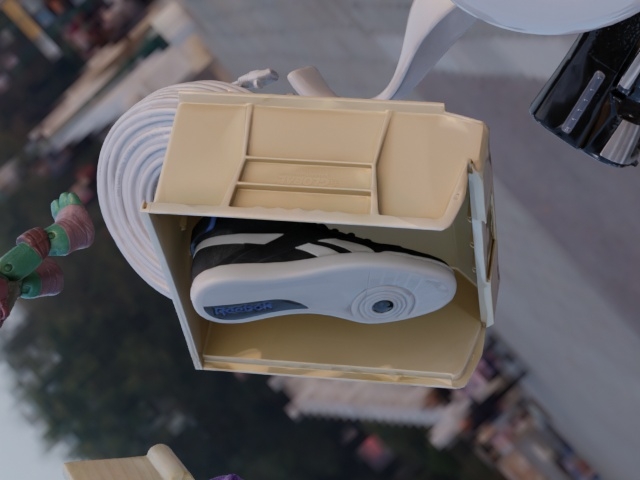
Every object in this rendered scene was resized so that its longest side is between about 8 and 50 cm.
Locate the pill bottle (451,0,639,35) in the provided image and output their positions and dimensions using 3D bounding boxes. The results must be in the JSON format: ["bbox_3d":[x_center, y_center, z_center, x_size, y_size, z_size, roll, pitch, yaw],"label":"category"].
[{"bbox_3d":[0.174,-0.356,1.575,0.229,0.229,0.408,48,-156,-28],"label":"pill bottle"}]

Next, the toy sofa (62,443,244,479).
[{"bbox_3d":[-0.158,0.397,1.992,0.150,0.177,0.363,-159,66,-76],"label":"toy sofa"}]

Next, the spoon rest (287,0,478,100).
[{"bbox_3d":[0.097,-0.201,2.004,0.137,0.276,0.084,-24,-95,-59],"label":"spoon rest"}]

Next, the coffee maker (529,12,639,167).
[{"bbox_3d":[0.291,-0.189,2.002,0.120,0.178,0.171,-2,-138,-47],"label":"coffee maker"}]

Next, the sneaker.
[{"bbox_3d":[0.000,0.000,1.634,0.079,0.216,0.121,97,171,-49],"label":"sneaker"}]

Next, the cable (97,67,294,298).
[{"bbox_3d":[-0.121,-0.047,2.152,0.089,0.257,0.257,-41,-60,-53],"label":"cable"}]

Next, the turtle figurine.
[{"bbox_3d":[-0.311,0.032,1.724,0.234,0.175,0.118,-19,-98,-47],"label":"turtle figurine"}]

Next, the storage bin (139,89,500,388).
[{"bbox_3d":[0.011,0.004,1.654,0.260,0.123,0.262,4,148,10],"label":"storage bin"}]
